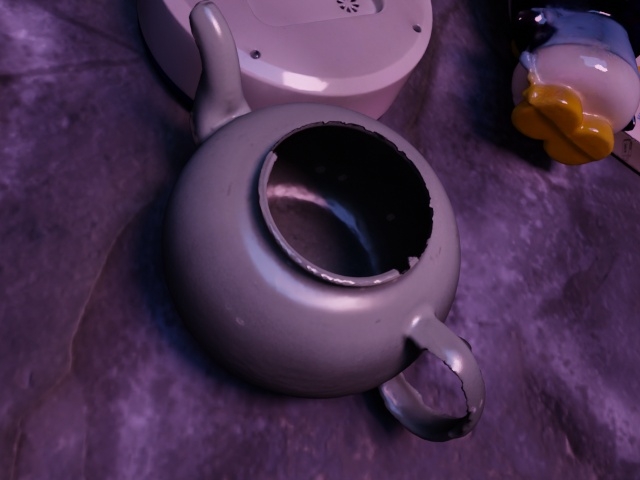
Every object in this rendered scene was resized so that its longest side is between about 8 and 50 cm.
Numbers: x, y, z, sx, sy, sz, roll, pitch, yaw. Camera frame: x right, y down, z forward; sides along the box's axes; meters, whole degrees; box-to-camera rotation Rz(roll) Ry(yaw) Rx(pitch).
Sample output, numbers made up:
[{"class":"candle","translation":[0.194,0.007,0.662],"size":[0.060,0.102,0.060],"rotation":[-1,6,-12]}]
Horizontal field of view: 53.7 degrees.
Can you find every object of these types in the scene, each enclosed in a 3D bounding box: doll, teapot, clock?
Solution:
[{"class":"doll","translation":[0.241,-0.221,0.588],"size":[0.177,0.141,0.314],"rotation":[31,63,-26]},{"class":"teapot","translation":[0.000,0.000,0.401],"size":[0.193,0.129,0.294],"rotation":[-32,80,-28]},{"class":"clock","translation":[-0.026,-0.192,0.509],"size":[0.230,0.083,0.230],"rotation":[9,60,-17]}]

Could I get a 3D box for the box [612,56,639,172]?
[{"class":"box","translation":[0.375,-0.094,0.639],"size":[0.247,0.033,0.129],"rotation":[35,60,-2]}]
